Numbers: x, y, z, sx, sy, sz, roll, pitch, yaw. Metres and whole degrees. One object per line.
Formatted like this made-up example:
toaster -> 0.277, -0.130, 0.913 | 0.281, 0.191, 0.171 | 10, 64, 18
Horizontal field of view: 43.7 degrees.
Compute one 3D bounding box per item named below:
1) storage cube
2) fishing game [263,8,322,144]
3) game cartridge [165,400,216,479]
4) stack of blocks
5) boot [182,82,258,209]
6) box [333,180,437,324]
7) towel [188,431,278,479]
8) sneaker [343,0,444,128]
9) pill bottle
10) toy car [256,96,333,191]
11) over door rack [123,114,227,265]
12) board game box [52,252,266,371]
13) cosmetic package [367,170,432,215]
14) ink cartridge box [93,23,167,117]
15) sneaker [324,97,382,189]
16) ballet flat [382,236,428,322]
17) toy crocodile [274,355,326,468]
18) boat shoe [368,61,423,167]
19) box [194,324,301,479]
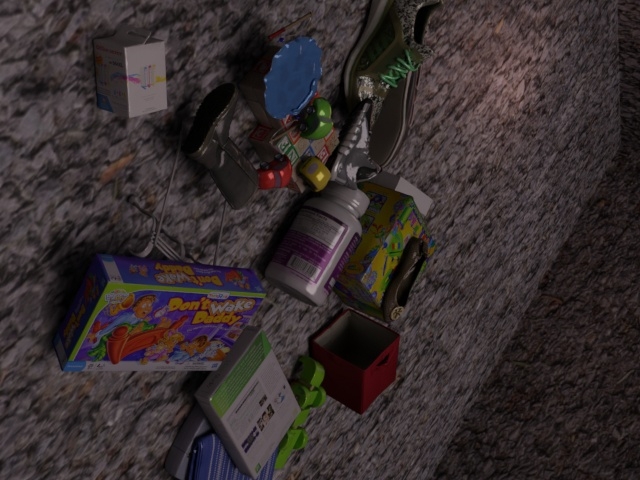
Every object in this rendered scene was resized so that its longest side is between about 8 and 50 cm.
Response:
storage cube -> 0.101, 0.351, 2.317 | 0.184, 0.215, 0.193 | -38, 143, -39
fishing game -> -0.062, -0.344, 1.673 | 0.189, 0.041, 0.264 | -40, 146, -33
game cartridge -> -0.262, 0.469, 1.998 | 0.297, 0.062, 0.198 | -57, 142, -17
stack of blocks -> -0.076, -0.270, 1.810 | 0.171, 0.087, 0.297 | -54, 145, -21
boot -> -0.177, -0.186, 1.612 | 0.208, 0.076, 0.189 | 43, 72, -49
box -> 0.159, 0.037, 2.245 | 0.279, 0.177, 0.290 | -58, 146, -16
towel -> -0.221, 0.571, 2.047 | 0.336, 0.040, 0.243 | -8, 112, -55
sneaker -> 0.189, -0.462, 1.998 | 0.158, 0.182, 0.410 | 5, 105, -56
pill bottle -> 0.000, 0.000, 2.002 | 0.301, 0.169, 0.169 | -60, 146, -13
toy car -> -0.025, -0.204, 1.764 | 0.239, 0.053, 0.225 | -1, 119, -52
over door rack -> -0.275, -0.060, 1.646 | 0.239, 0.108, 0.324 | 54, 49, -53
board game box -> -0.310, 0.150, 1.562 | 0.347, 0.078, 0.233 | 7, 127, -40
cosmetic package -> 0.232, -0.139, 2.325 | 0.239, 0.099, 0.060 | 25, 87, -57
ink cartridge box -> -0.336, -0.302, 1.410 | 0.090, 0.092, 0.143 | -27, 128, -45
sneaker -> 0.106, -0.227, 1.970 | 0.132, 0.086, 0.228 | 29, 83, -16
ballet flat -> 0.238, 0.112, 2.189 | 0.084, 0.058, 0.250 | 22, 91, -57
toy crocodile -> -0.080, 0.491, 2.246 | 0.115, 0.105, 0.340 | 13, 102, -58
boat shoe -> 0.214, -0.356, 2.163 | 0.095, 0.112, 0.335 | 2, 103, -51
box -> -0.171, 0.401, 1.974 | 0.232, 0.058, 0.322 | -52, 138, -36
